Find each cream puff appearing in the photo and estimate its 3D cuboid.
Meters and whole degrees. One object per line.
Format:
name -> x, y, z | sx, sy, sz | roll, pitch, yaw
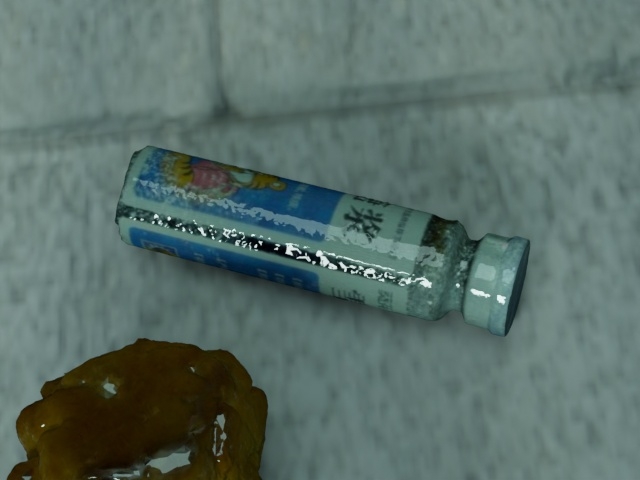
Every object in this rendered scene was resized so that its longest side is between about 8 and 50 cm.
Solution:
cream puff -> -0.070, 0.102, 0.722 | 0.116, 0.094, 0.122 | -39, 42, -20

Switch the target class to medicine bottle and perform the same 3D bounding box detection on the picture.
medicine bottle -> 0.000, 0.000, 0.792 | 0.191, 0.051, 0.051 | 15, 63, 11
